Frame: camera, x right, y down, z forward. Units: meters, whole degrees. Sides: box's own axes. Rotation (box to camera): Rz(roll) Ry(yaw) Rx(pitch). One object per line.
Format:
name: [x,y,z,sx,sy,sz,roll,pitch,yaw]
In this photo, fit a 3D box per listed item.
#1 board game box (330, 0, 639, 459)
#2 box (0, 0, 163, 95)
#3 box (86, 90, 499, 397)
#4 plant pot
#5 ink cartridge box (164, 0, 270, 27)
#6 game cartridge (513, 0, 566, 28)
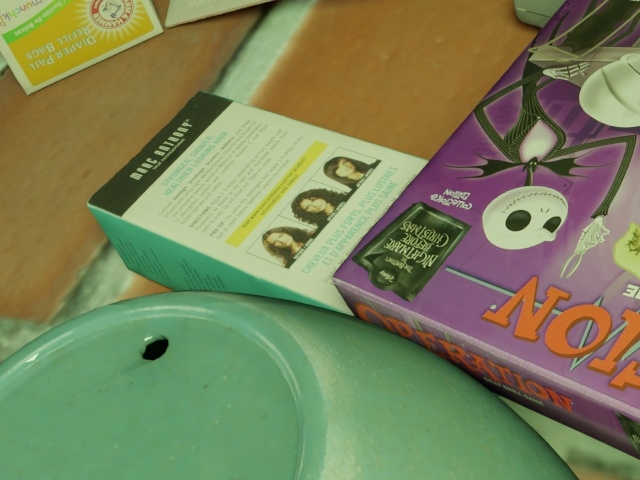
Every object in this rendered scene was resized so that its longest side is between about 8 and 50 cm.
board game box: [0.190,0.002,0.434,0.347,0.056,0.208,21,67,43]
box: [-0.205,-0.217,0.893,0.114,0.103,0.203,-25,43,-2]
box: [0.000,0.000,0.625,0.244,0.060,0.100,21,59,37]
plant pot: [-0.034,0.130,0.415,0.290,0.195,0.290,-12,44,12]
ink cartridge box: [0.036,-0.276,0.831,0.296,0.066,0.261,-5,70,39]
game cartridge: [0.281,-0.155,0.670,0.297,0.062,0.198,25,65,38]
